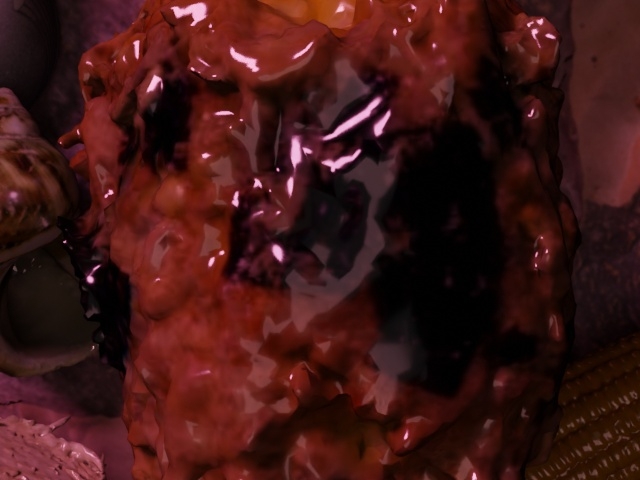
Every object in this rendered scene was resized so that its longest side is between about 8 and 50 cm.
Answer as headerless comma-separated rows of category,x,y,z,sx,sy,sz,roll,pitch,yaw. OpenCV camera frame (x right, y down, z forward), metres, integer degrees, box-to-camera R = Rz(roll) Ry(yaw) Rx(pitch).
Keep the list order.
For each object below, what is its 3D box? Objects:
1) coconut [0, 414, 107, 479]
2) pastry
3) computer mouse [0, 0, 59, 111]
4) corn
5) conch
coconut,-0.301,0.305,0.614,0.360,0.346,0.346,-12,107,-11
pastry,0.002,0.017,0.522,0.292,0.337,0.405,-3,130,-10
computer mouse,-0.271,-0.241,0.589,0.167,0.090,0.379,-4,105,-6
corn,0.210,0.175,0.744,0.344,0.131,0.131,-32,107,2
conch,-0.224,-0.006,0.635,0.187,0.124,0.181,4,129,-39
